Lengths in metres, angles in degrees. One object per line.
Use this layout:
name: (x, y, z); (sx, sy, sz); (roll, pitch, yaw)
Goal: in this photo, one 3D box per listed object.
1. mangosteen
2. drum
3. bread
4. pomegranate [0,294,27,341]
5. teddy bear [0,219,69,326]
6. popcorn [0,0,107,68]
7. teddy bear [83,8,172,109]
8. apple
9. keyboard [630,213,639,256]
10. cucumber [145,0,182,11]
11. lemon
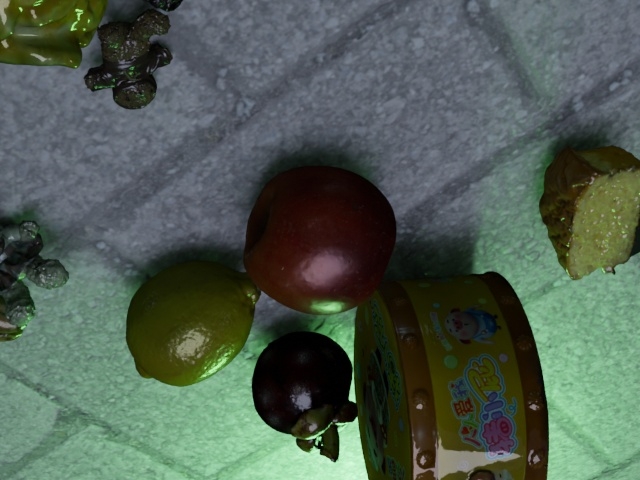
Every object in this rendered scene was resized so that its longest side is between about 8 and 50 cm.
mangosteen: (-0.018, 0.267, 1.561); (0.194, 0.231, 0.194); (-27, 155, -14)
drum: (0.195, 0.261, 1.472); (0.214, 0.431, 0.431); (-3, 133, -8)
bread: (0.419, -0.057, 1.417); (0.143, 0.140, 0.229); (-10, 134, -6)
pomegranate: (-0.580, 0.125, 1.361); (0.189, 0.159, 0.241); (-32, 136, 18)
teddy bear: (-0.467, 0.010, 1.330); (0.133, 0.111, 0.213); (-42, 105, -1)
popcorn: (-0.352, -0.302, 0.952); (0.276, 0.276, 0.226); (10, 92, -20)
teddy bear: (-0.246, -0.237, 1.161); (0.119, 0.078, 0.160); (-22, 154, -21)
apple: (0.000, 0.000, 1.331); (0.201, 0.218, 0.218); (19, 126, -18)
keyboard: (0.616, -0.066, 1.528); (0.317, 0.027, 0.106); (-31, 127, 16)
cucumber: (-0.119, -0.389, 1.047); (0.072, 0.072, 0.300); (27, 120, -31)
lemon: (-0.201, 0.123, 1.424); (0.248, 0.184, 0.184); (-38, 129, 8)
